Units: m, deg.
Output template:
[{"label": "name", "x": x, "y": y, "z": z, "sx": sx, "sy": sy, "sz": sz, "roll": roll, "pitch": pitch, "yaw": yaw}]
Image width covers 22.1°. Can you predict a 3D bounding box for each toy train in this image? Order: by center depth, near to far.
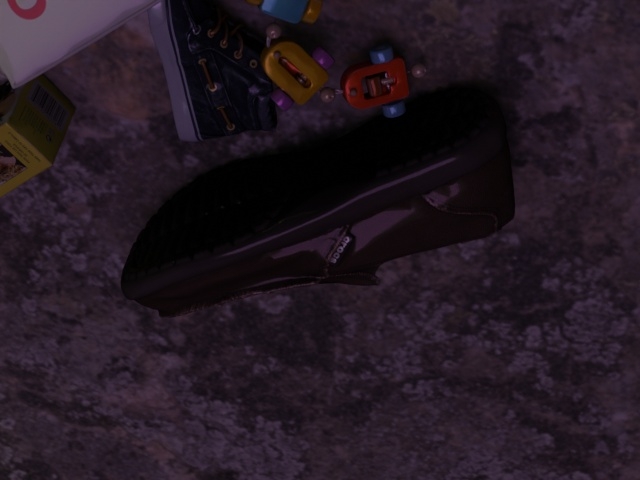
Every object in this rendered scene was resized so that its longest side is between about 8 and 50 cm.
[{"label": "toy train", "x": 0.006, "y": -0.167, "z": 1.284, "sx": 0.125, "sy": 0.046, "sz": 0.166, "roll": -21, "pitch": 115, "yaw": -6}]

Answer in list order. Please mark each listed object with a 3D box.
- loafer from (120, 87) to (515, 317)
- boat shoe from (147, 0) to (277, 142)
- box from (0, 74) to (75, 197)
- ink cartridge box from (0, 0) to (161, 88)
[{"label": "loafer", "x": 0.000, "y": 0.000, "z": 1.358, "sx": 0.365, "sy": 0.134, "sz": 0.130, "roll": -18, "pitch": 123, "yaw": 24}, {"label": "boat shoe", "x": -0.085, "y": -0.161, "z": 1.298, "sx": 0.083, "sy": 0.065, "sz": 0.183, "roll": -6, "pitch": 131, "yaw": 6}, {"label": "box", "x": -0.318, "y": -0.057, "z": 1.409, "sx": 0.232, "sy": 0.087, "sz": 0.058, "roll": -29, "pitch": 120, "yaw": 28}, {"label": "ink cartridge box", "x": -0.096, "y": -0.314, "z": 1.007, "sx": 0.384, "sy": 0.160, "sz": 0.279, "roll": -29, "pitch": 101, "yaw": 13}]
